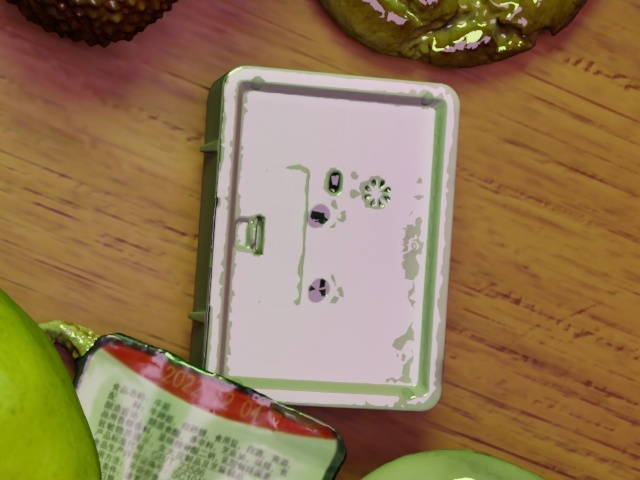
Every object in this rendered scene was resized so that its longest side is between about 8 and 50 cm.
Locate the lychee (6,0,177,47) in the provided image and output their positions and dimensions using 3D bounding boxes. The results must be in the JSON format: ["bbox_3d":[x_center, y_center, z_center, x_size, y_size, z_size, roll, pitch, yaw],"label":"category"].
[{"bbox_3d":[-0.137,-0.176,1.087,0.129,0.123,0.123,23,84,-39],"label":"lychee"}]

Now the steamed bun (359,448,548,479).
[{"bbox_3d":[0.135,0.310,1.088,0.367,0.255,0.342,31,97,15],"label":"steamed bun"}]

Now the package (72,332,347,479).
[{"bbox_3d":[-0.101,0.183,1.099,0.166,0.040,0.232,23,90,-8],"label":"package"}]

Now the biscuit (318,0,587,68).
[{"bbox_3d":[0.086,-0.216,1.182,0.225,0.042,0.226,0,91,-13],"label":"biscuit"}]

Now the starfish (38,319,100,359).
[{"bbox_3d":[-0.123,0.146,1.125,0.150,0.053,0.210,-21,97,-4],"label":"starfish"}]

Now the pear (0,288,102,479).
[{"bbox_3d":[-0.269,0.105,0.984,0.307,0.253,0.253,30,83,-11],"label":"pear"}]

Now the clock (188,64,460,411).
[{"bbox_3d":[0.000,0.000,1.149,0.150,0.063,0.197,4,89,-14],"label":"clock"}]
